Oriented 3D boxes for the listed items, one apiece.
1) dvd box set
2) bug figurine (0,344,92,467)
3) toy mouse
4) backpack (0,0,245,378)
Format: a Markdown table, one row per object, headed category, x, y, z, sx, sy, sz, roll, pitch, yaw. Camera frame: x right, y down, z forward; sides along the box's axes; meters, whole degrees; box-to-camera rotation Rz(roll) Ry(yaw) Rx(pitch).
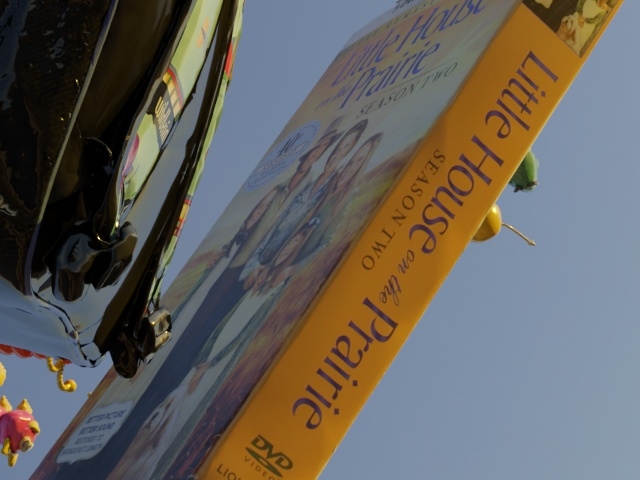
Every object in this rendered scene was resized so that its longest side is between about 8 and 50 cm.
| category | x | y | z | sx | sy | sz | roll | pitch | yaw |
| --- | --- | --- | --- | --- | --- | --- | --- | --- | --- |
| dvd box set | 0.000 | 0.000 | 1.039 | 0.062 | 0.307 | 0.420 | 41 | -113 | -15 |
| bug figurine | -0.236 | 0.121 | 1.384 | 0.279 | 0.216 | 0.072 | 68 | -145 | -50 |
| toy mouse | 0.135 | -0.059 | 1.505 | 0.161 | 0.031 | 0.143 | 11 | -56 | -9 |
| backpack | -0.083 | -0.063 | 0.492 | 0.158 | 0.117 | 0.173 | 90 | -164 | -77 |
